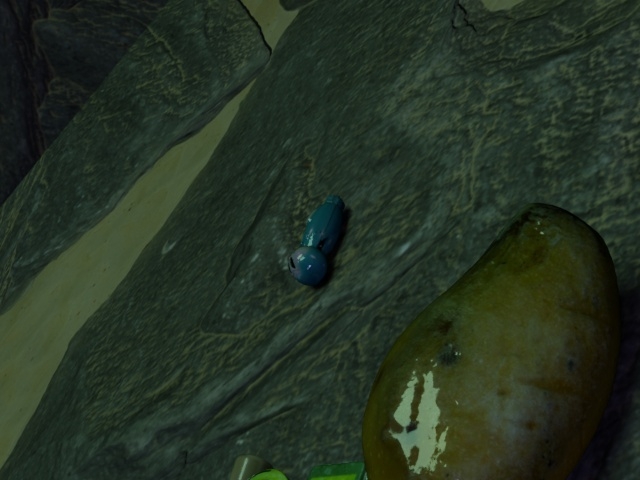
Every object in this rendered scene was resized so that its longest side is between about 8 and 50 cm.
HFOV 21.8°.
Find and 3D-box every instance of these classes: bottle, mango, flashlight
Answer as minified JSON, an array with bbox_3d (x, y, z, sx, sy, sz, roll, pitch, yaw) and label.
[{"bbox_3d":[-0.086,0.284,1.812,0.045,0.045,0.096,-18,43,49],"label":"bottle"},{"bbox_3d":[0.161,0.123,1.467,0.175,0.176,0.329,-1,41,51],"label":"mango"},{"bbox_3d":[0.000,0.000,2.040,0.051,0.051,0.129,-23,32,45],"label":"flashlight"}]

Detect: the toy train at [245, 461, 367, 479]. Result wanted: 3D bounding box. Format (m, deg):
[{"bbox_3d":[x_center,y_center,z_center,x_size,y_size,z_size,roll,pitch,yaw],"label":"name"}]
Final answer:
[{"bbox_3d":[-0.007,0.325,1.508,0.188,0.159,0.272,-12,46,45],"label":"toy train"}]
